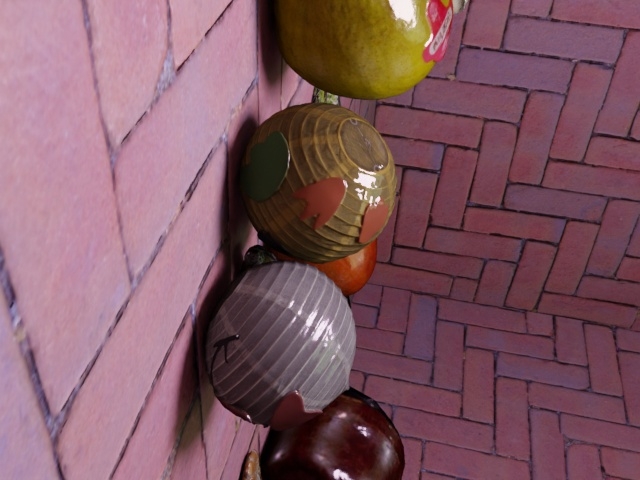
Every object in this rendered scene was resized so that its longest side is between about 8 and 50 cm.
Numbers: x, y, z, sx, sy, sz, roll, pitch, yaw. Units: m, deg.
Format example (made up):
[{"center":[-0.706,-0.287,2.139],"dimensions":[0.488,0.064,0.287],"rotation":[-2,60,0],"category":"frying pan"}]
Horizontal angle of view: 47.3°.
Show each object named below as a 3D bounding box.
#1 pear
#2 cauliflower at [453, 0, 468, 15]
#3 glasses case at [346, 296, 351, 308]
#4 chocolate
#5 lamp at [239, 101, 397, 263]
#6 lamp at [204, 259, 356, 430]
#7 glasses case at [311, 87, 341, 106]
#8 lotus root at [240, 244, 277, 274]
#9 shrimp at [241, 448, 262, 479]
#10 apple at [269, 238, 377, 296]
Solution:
[{"center":[0.052,-0.382,1.123],"dimensions":[0.375,0.287,0.287],"rotation":[38,60,-60],"category":"pear"},{"center":[0.158,-0.552,1.708],"dimensions":[0.260,0.281,0.327],"rotation":[-135,-127,-64],"category":"cauliflower"},{"center":[0.007,0.075,1.721],"dimensions":[0.103,0.067,0.266],"rotation":[6,64,-55],"category":"glasses case"},{"center":[-0.006,0.590,1.788],"dimensions":[0.331,0.384,0.383],"rotation":[-40,142,-53],"category":"chocolate"},{"center":[-0.022,-0.079,1.129],"dimensions":[0.284,0.250,0.250],"rotation":[-31,-147,43],"category":"lamp"},{"center":[-0.055,0.154,1.071],"dimensions":[0.265,0.233,0.233],"rotation":[-70,168,-72],"category":"lamp"},{"center":[0.023,-0.298,1.782],"dimensions":[0.272,0.062,0.095],"rotation":[56,44,-80],"category":"glasses case"},{"center":[-0.098,0.074,1.221],"dimensions":[0.088,0.088,0.165],"rotation":[-71,161,-55],"category":"lotus root"},{"center":[-0.145,0.523,1.605],"dimensions":[0.184,0.043,0.091],"rotation":[90,8,-48],"category":"shrimp"},{"center":[0.000,0.000,1.430],"dimensions":[0.230,0.230,0.230],"rotation":[9,90,-83],"category":"apple"}]
